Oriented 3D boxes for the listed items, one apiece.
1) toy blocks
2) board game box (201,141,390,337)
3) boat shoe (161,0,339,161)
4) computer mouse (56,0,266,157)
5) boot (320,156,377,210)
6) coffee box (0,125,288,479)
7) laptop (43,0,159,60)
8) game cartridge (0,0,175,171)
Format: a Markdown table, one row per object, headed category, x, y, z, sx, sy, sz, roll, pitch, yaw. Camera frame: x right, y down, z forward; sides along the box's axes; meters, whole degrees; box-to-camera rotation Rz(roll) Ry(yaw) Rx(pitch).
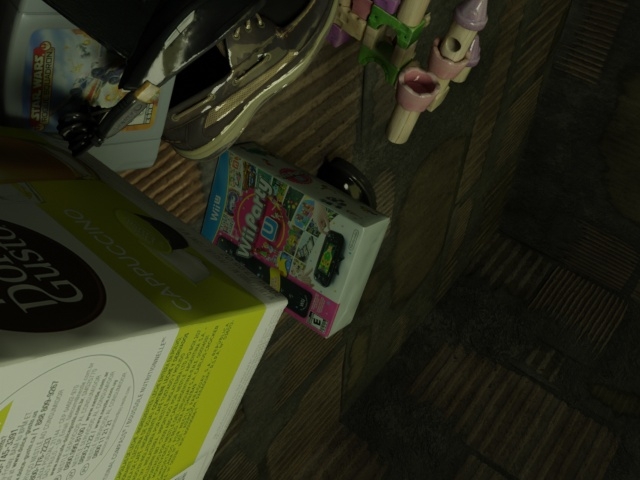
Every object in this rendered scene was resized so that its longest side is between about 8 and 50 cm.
| category | x | y | z | sx | sy | sz | roll | pitch | yaw |
| --- | --- | --- | --- | --- | --- | --- | --- | --- | --- |
| toy blocks | 0.140 | -0.382 | 1.057 | 0.309 | 0.288 | 0.260 | -43 | 165 | -33 |
| board game box | -0.057 | -0.006 | 1.136 | 0.097 | 0.303 | 0.224 | -23 | 137 | -53 |
| boat shoe | -0.108 | -0.269 | 0.912 | 0.355 | 0.132 | 0.130 | -53 | 150 | 4 |
| computer mouse | -0.163 | -0.186 | 0.646 | 0.262 | 0.184 | 0.060 | -36 | 115 | 3 |
| boot | 0.003 | 0.003 | 1.480 | 0.260 | 0.131 | 0.348 | -47 | 154 | -25 |
| coffee box | -0.296 | 0.117 | 0.534 | 0.334 | 0.337 | 0.338 | -3 | 123 | -63 |
| laptop | -0.186 | -0.343 | 0.557 | 0.234 | 0.136 | 0.264 | 35 | 57 | -32 |
| game cartridge | -0.260 | -0.188 | 0.736 | 0.198 | 0.062 | 0.297 | -20 | 148 | -40 |
